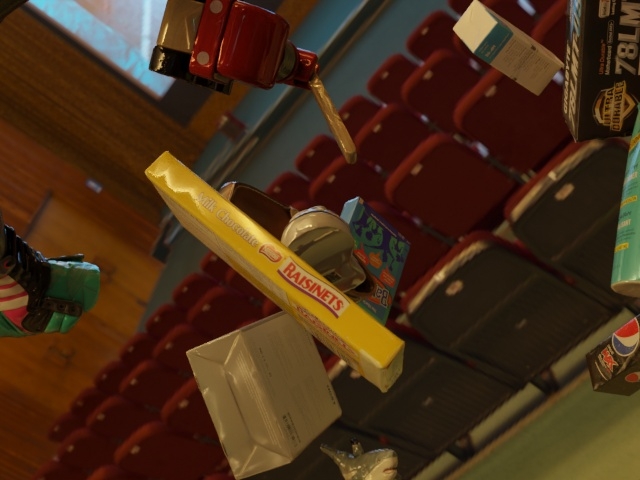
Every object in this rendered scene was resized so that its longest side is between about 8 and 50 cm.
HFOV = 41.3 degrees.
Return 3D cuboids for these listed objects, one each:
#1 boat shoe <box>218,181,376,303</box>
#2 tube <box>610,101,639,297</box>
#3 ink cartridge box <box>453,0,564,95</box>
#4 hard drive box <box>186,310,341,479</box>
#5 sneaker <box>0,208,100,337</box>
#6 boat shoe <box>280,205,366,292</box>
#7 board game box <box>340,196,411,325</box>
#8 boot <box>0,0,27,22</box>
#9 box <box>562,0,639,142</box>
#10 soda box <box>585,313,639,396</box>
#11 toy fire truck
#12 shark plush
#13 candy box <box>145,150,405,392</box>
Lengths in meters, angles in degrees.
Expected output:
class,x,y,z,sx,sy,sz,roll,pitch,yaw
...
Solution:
class,x,y,z,sx,sy,sz,roll,pitch,yaw
boat shoe,-0.028,0.006,1.360,0.119,0.324,0.123,-16,50,39
tube,0.307,-0.051,0.794,0.080,0.052,0.207,109,172,-73
ink cartridge box,0.306,-0.295,1.337,0.060,0.180,0.104,-53,29,23
hard drive box,-0.069,0.202,1.183,0.089,0.181,0.232,-23,-4,18
sneaker,-0.401,0.043,1.194,0.296,0.178,0.124,109,157,-51
boat shoe,0.000,0.000,1.094,0.096,0.267,0.088,-25,70,8
board game box,0.086,0.044,1.656,0.047,0.160,0.210,-23,36,46
boot,-0.368,-0.319,0.942,0.367,0.146,0.445,-41,24,-11
box,0.397,-0.251,0.841,0.293,0.296,0.073,-6,38,5
soda box,0.394,0.128,1.019,0.169,0.060,0.053,123,152,-49
toy fire truck,-0.060,-0.202,1.028,0.217,0.246,0.159,-20,-54,-79
shark plush,0.059,0.304,1.179,0.073,0.067,0.161,-14,9,-21
candy box,-0.029,0.024,0.584,0.027,0.206,0.105,-48,-15,-13
